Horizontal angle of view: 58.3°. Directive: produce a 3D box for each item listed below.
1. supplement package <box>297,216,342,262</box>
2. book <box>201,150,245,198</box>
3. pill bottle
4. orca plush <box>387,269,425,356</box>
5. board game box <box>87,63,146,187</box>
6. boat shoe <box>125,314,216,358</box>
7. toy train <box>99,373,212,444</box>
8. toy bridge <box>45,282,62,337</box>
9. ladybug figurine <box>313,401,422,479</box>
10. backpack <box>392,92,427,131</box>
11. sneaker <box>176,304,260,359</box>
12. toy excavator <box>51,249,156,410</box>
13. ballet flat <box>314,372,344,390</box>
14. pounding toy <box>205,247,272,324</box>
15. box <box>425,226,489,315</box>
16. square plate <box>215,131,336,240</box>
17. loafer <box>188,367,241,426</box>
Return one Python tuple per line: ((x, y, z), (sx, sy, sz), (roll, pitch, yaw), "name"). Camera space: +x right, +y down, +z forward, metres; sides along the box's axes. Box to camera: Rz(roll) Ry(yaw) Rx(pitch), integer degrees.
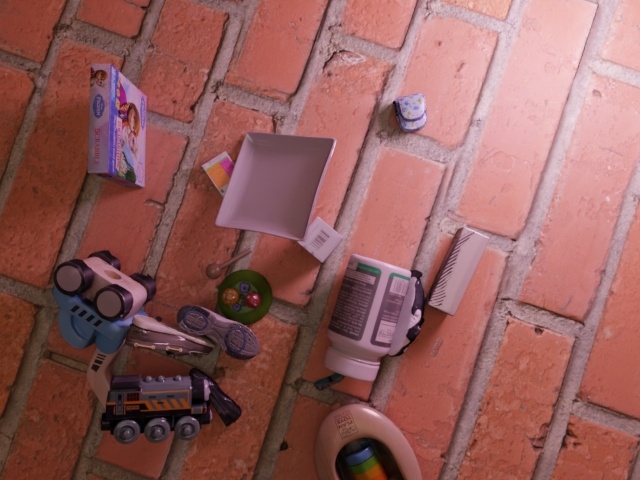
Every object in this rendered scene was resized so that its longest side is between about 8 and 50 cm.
((0.000, 0.000, 1.824), (0.105, 0.179, 0.105), (39, 89, 3), "supplement package")
((-0.315, -0.214, 1.917), (0.096, 0.035, 0.144), (-34, 87, -3), "book")
((0.140, 0.240, 1.798), (0.204, 0.204, 0.361), (17, 88, 2), "pill bottle")
((0.292, 0.241, 1.871), (0.151, 0.102, 0.287), (-5, 73, 46), "orca plush")
((-0.625, -0.341, 1.789), (0.065, 0.318, 0.319), (1, 88, 1), "board game box")
((-0.465, 0.315, 1.797), (0.305, 0.109, 0.091), (27, 85, -42), "boat shoe")
((-0.498, 0.505, 1.752), (0.333, 0.142, 0.190), (1, 99, -15), "toy train")
((-0.864, 0.232, 1.915), (0.063, 0.026, 0.188), (-14, 87, 0), "toy bridge")
((0.146, 0.707, 1.798), (0.305, 0.162, 0.449), (-23, 88, 1), "ladybug figurine")
((0.299, -0.419, 1.882), (0.105, 0.084, 0.114), (-11, 90, 3), "backpack")
((-0.325, 0.283, 1.860), (0.297, 0.129, 0.111), (35, 86, -16), "sneaker")
((-0.693, 0.316, 1.841), (0.433, 0.222, 0.445), (32, 103, 2), "toy excavator")
((0.037, 0.462, 1.878), (0.114, 0.041, 0.041), (-22, 87, 1), "ballet flat")
((-0.263, 0.161, 1.860), (0.183, 0.110, 0.237), (-24, 87, 0), "pounding toy")
((0.435, 0.100, 1.843), (0.094, 0.113, 0.275), (25, 87, 4), "box")
((-0.140, -0.176, 1.825), (0.347, 0.049, 0.344), (10, 76, 29), "square plate")
((-0.353, 0.508, 1.863), (0.078, 0.076, 0.223), (-44, 91, -8), "loafer")
